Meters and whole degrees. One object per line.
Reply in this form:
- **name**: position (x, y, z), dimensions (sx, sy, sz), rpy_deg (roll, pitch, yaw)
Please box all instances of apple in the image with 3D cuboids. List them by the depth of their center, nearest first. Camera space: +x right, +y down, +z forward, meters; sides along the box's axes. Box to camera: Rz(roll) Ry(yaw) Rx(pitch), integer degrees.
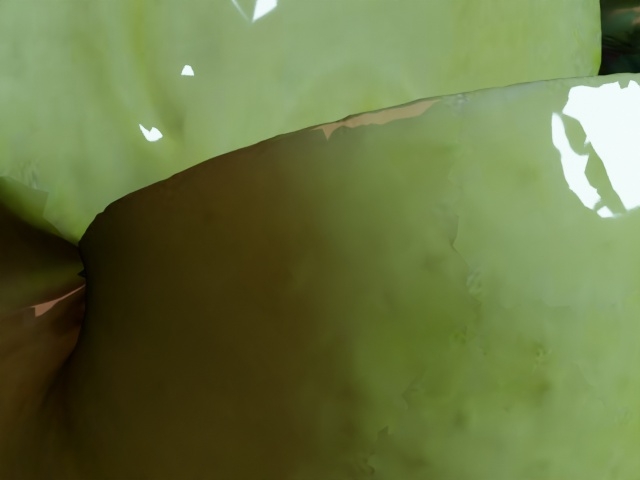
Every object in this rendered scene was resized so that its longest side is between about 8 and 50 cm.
- **apple**: position (0.000, 0.000, 0.575), dimensions (0.254, 0.292, 0.292), rpy_deg (-5, 38, -45)

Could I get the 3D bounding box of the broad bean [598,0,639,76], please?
- **broad bean**: position (0.151, -0.089, 0.841), dimensions (0.153, 0.072, 0.206), rpy_deg (11, 55, 11)
